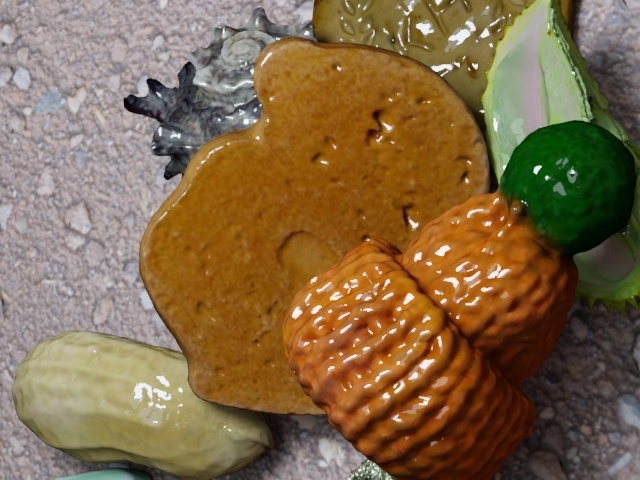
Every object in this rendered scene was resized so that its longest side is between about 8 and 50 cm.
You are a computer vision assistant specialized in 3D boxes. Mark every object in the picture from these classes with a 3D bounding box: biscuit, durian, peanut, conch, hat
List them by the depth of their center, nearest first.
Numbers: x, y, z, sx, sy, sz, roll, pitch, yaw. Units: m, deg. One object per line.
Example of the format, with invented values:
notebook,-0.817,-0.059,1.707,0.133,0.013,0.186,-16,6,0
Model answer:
hat,0.155,0.048,1.400,0.285,0.285,0.400,38,89,26
durian,0.273,-0.080,1.460,0.157,0.169,0.355,-22,77,-1
biscuit,0.000,0.000,1.521,0.350,0.078,0.455,34,98,-11
biscuit,0.139,-0.255,1.635,0.359,0.046,0.359,-6,77,26
conch,-0.101,-0.168,1.642,0.313,0.186,0.240,-14,65,44
peanut,-0.225,0.204,1.647,0.340,0.158,0.174,7,122,31

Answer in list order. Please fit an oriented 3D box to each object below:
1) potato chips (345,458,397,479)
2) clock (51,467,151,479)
potato chips,0.080,0.227,1.582,0.202,0.029,0.219,1,79,23
clock,-0.283,0.397,1.704,0.159,0.066,0.210,-13,76,23
